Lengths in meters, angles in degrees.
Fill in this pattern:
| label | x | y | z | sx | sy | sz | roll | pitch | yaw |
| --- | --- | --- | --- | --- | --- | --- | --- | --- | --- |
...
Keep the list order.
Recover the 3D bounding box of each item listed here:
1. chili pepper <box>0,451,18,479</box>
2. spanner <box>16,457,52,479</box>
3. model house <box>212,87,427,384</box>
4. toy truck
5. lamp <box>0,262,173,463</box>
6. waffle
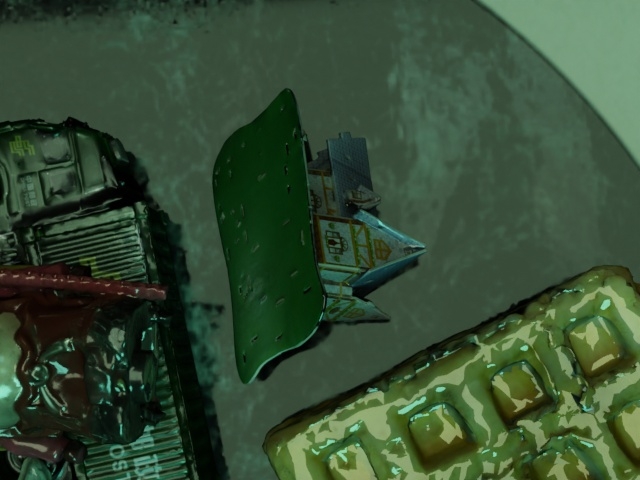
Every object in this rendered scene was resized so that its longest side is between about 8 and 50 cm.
| label | x | y | z | sx | sy | sz | roll | pitch | yaw |
| --- | --- | --- | --- | --- | --- | --- | --- | --- | --- |
| chili pepper | -0.233 | 0.203 | 0.904 | 0.122 | 0.065 | 0.279 | -28 | 83 | 12 |
| spanner | -0.177 | 0.275 | 0.858 | 0.071 | 0.017 | 0.302 | -5 | 95 | 2 |
| model house | 0.000 | 0.000 | 0.899 | 0.088 | 0.117 | 0.167 | 6 | 60 | -31 |
| toy truck | -0.152 | 0.048 | 0.901 | 0.121 | 0.088 | 0.259 | -13 | 86 | 3 |
| lamp | -0.214 | 0.067 | 0.810 | 0.253 | 0.118 | 0.118 | 5 | 86 | 6 |
| waffle | 0.161 | 0.227 | 0.866 | 0.261 | 0.114 | 0.376 | -28 | 85 | -3 |
